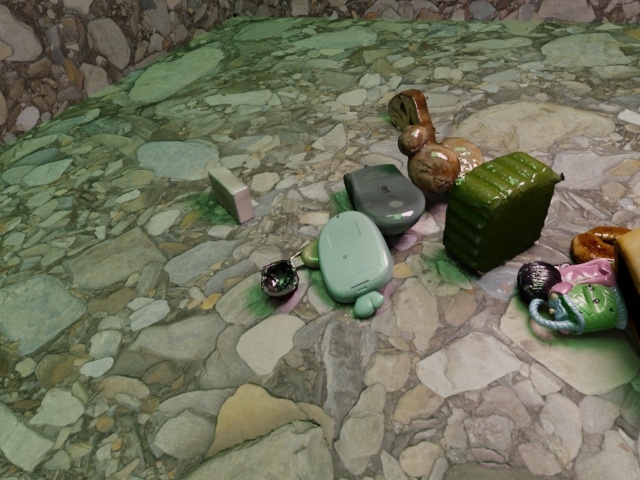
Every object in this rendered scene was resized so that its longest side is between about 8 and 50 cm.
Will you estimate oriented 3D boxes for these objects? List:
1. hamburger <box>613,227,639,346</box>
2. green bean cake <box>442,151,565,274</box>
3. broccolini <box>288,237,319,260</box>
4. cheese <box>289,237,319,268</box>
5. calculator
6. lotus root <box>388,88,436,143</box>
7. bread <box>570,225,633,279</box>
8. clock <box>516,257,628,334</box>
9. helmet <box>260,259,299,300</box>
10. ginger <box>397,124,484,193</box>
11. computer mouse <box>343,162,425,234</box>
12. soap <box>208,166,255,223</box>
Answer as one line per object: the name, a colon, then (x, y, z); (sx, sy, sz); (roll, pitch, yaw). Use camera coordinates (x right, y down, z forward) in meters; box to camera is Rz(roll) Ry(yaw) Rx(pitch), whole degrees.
hamburger: (0.686, 0.097, 0.870); (0.175, 0.300, 0.300); (-14, 36, 25)
green bean cake: (0.439, -0.074, 1.137); (0.246, 0.250, 0.156); (-26, 44, -18)
broccolini: (0.001, 0.001, 1.295); (0.218, 0.042, 0.044); (-38, 21, -24)
cheese: (-0.031, 0.046, 1.234); (0.191, 0.038, 0.097); (-21, 53, -10)
calculator: (0.083, 0.051, 1.145); (0.183, 0.042, 0.296); (-26, 56, 14)
lotus root: (0.342, -0.473, 1.694); (0.074, 0.170, 0.261); (-17, 36, -15)
bread: (0.721, 0.030, 1.118); (0.193, 0.064, 0.193); (-7, 34, 5)
clock: (0.548, 0.119, 1.014); (0.195, 0.100, 0.194); (-3, 40, 18)
helmet: (-0.099, 0.110, 1.152); (0.098, 0.070, 0.123); (-16, 47, 0)
ginger: (0.358, -0.228, 1.344); (0.303, 0.155, 0.245); (9, 57, -38)
computer mouse: (0.181, -0.117, 1.332); (0.188, 0.122, 0.371); (-12, 36, -4)
soap: (-0.281, -0.149, 1.445); (0.063, 0.122, 0.183); (-27, 43, -23)
